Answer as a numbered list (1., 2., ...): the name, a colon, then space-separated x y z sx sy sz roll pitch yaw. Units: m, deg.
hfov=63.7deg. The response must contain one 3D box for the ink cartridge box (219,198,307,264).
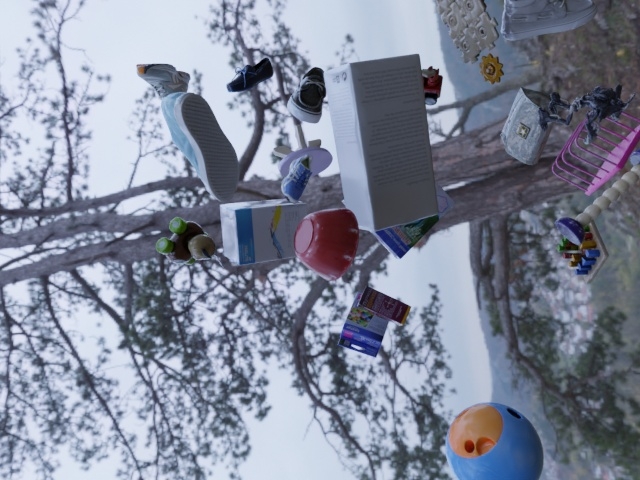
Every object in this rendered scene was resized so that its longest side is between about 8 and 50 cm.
1. ink cartridge box: -0.203 -0.039 1.876 0.198 0.270 0.197 -160 65 -63

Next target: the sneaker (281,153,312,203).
1. sneaker: -0.079 -0.222 1.814 0.080 0.081 0.211 29 -128 -26

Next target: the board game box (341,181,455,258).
1. board game box: 0.306 -0.148 2.003 0.318 0.318 0.066 45 174 -8

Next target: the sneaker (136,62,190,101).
1. sneaker: -0.496 -0.495 1.657 0.262 0.100 0.120 -23 -64 -73

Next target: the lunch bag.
1. lunch bag: 0.891 -0.483 2.186 0.287 0.169 0.235 -77 -1 -55

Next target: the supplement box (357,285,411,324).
1. supplement box: 0.244 0.254 1.990 0.104 0.188 0.080 85 -150 -78

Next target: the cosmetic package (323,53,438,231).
1. cosmetic package: 0.176 -0.274 1.465 0.161 0.230 0.452 17 120 63

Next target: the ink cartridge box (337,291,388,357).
1. ink cartridge box: 0.208 0.374 2.326 0.311 0.186 0.065 -61 -14 -48

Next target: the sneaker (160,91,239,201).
1. sneaker: -0.358 -0.283 1.540 0.135 0.150 0.365 -42 -43 -30

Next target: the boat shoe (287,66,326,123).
1. boat shoe: -0.039 -0.516 1.779 0.335 0.121 0.119 -91 23 -53

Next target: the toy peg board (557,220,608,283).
1. toy peg board: 0.861 0.035 1.712 0.161 0.079 0.160 85 -176 -52

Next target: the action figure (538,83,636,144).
1. action figure: 0.837 -0.400 1.605 0.141 0.276 0.164 42 -105 -35

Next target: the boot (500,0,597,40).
1. boot: 0.620 -0.633 1.386 0.123 0.259 0.095 71 -174 -50

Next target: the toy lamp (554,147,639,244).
1. toy lamp: 0.623 -0.105 1.079 0.080 0.275 0.080 47 -174 -7

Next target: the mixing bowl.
1. mixing bowl: 0.000 0.000 1.224 0.098 0.181 0.181 14 -112 -31

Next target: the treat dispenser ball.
1. treat dispenser ball: 0.535 0.651 1.597 0.288 0.289 0.287 -4 -90 -74

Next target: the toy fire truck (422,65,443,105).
1. toy fire truck: 0.389 -0.660 2.099 0.246 0.217 0.158 72 -151 -68

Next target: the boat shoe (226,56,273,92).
1. boat shoe: -0.305 -0.698 2.159 0.258 0.109 0.088 -48 -37 -41

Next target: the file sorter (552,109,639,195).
1. file sorter: 0.989 -0.329 1.858 0.202 0.182 0.290 -56 -13 -7

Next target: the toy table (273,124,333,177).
1. toy table: -0.095 -0.424 2.546 0.160 0.275 0.252 63 147 36

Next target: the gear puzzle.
1. gear puzzle: 0.428 -0.594 1.426 0.338 0.044 0.175 63 160 -1

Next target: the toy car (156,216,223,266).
1. toy car: -0.396 0.034 1.653 0.148 0.189 0.155 -58 -28 -4
